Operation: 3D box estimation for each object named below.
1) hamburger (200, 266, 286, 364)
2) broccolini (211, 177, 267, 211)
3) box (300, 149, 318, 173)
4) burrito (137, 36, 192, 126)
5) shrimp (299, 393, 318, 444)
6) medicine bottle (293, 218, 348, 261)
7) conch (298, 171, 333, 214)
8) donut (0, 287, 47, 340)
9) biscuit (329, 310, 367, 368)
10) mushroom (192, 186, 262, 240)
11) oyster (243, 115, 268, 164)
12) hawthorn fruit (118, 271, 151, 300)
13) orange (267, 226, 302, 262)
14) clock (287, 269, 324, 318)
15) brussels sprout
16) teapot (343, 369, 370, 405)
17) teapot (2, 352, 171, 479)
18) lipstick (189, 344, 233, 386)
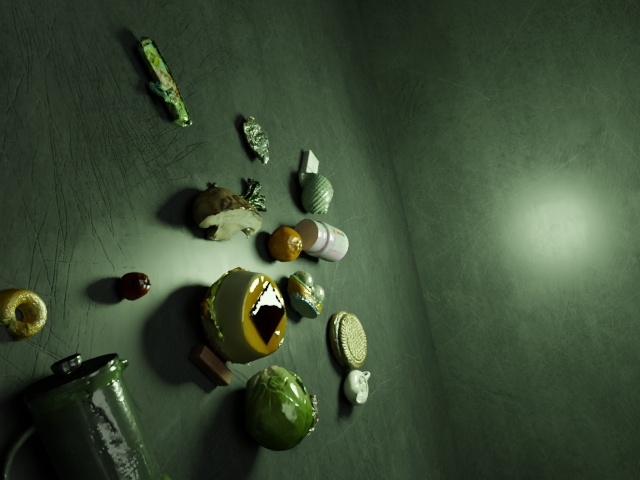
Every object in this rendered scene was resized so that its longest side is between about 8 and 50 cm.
[{"bbox_3d":[-0.232,0.225,1.512,0.294,0.178,0.276,64,31,-28],"label":"hamburger"},{"bbox_3d":[-0.281,-0.182,1.767,0.271,0.062,0.123,16,53,-57],"label":"broccolini"},{"bbox_3d":[-0.050,-0.329,2.297,0.084,0.040,0.155,52,35,-43],"label":"box"},{"bbox_3d":[-0.479,-0.471,1.516,0.288,0.054,0.104,66,28,-19],"label":"burrito"},{"bbox_3d":[-0.049,0.634,1.783,0.073,0.074,0.190,95,18,-46],"label":"shrimp"},{"bbox_3d":[0.000,0.000,2.104,0.254,0.151,0.152,20,59,-58],"label":"medicine bottle"},{"bbox_3d":[-0.012,-0.212,2.184,0.172,0.131,0.200,-36,117,-41],"label":"conch"},{"bbox_3d":[-0.593,0.141,1.001,0.108,0.043,0.097,58,32,-39],"label":"donut"},{"bbox_3d":[0.124,0.433,2.202,0.259,0.079,0.260,39,43,-50],"label":"biscuit"},{"bbox_3d":[-0.306,-0.097,1.610,0.151,0.156,0.285,54,18,22],"label":"mushroom"},{"bbox_3d":[-0.242,-0.384,1.930,0.177,0.064,0.125,62,33,-21],"label":"oyster"},{"bbox_3d":[-0.458,0.111,1.243,0.077,0.077,0.077,38,45,-50],"label":"hawthorn fruit"},{"bbox_3d":[-0.129,0.014,1.884,0.135,0.117,0.136,-17,90,-70],"label":"orange"},{"bbox_3d":[-0.056,0.204,1.946,0.231,0.103,0.144,54,32,-40],"label":"clock"},{"bbox_3d":[-0.128,0.515,1.543,0.244,0.243,0.244,38,45,-50],"label":"brussels sprout"},{"bbox_3d":[0.155,0.625,2.153,0.226,0.092,0.145,-45,119,-61],"label":"teapot"},{"bbox_3d":[-0.466,0.399,0.982,0.270,0.200,0.338,-22,95,-30],"label":"teapot"},{"bbox_3d":[-0.310,0.358,1.436,0.145,0.045,0.045,58,34,-33],"label":"lipstick"}]
